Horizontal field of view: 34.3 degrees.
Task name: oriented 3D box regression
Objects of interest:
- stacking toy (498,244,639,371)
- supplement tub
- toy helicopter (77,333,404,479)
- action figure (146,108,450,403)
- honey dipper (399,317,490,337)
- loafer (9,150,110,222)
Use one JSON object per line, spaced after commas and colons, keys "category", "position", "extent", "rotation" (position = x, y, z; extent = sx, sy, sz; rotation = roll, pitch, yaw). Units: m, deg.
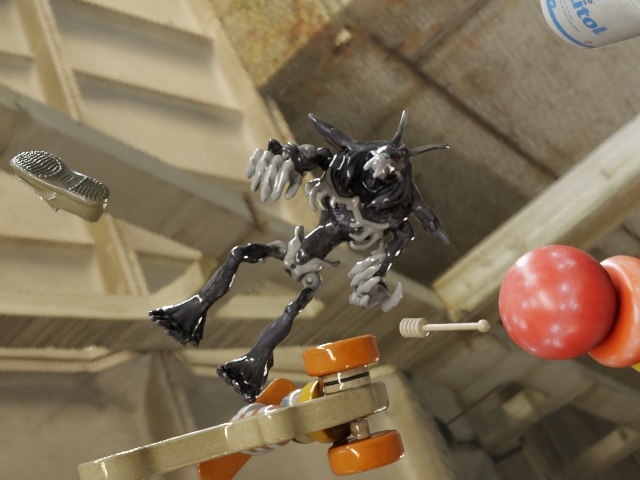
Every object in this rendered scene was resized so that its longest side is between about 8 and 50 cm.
{"category": "stacking toy", "position": [0.296, 0.061, 0.848], "extent": [0.330, 0.141, 0.141], "rotation": [10, -145, -20]}
{"category": "supplement tub", "position": [0.189, -0.159, 0.637], "extent": [0.071, 0.071, 0.107], "rotation": [44, 169, -12]}
{"category": "toy helicopter", "position": [-0.095, 0.216, 1.166], "extent": [0.235, 0.355, 0.140], "rotation": [149, 107, -70]}
{"category": "action figure", "position": [0.000, 0.000, 0.840], "extent": [0.164, 0.275, 0.141], "rotation": [42, 177, 1]}
{"category": "honey dipper", "position": [0.184, 0.129, 1.536], "extent": [0.030, 0.161, 0.030], "rotation": [5, -97, -41]}
{"category": "loafer", "position": [-0.322, -0.063, 1.270], "extent": [0.148, 0.050, 0.056], "rotation": [28, -142, 25]}
